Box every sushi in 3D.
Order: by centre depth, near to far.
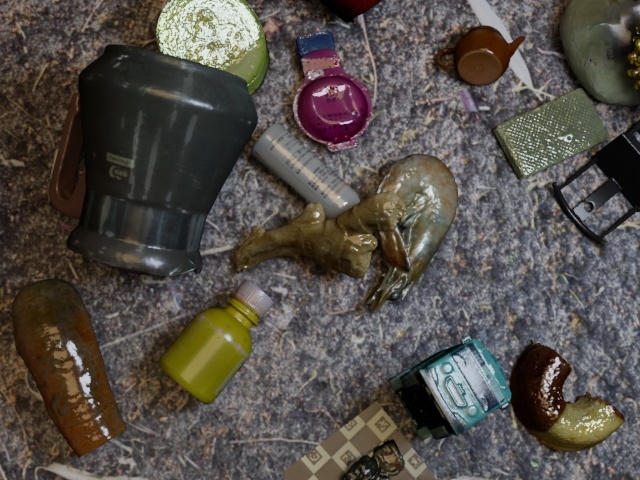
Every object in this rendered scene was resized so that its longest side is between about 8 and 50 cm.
[{"bbox_3d":[0.076,0.419,1.436,0.215,0.050,0.192,-37,83,-10],"label":"sushi"}]

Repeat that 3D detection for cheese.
[{"bbox_3d":[0.015,-0.286,1.575,0.155,0.062,0.244,-14,78,-7],"label":"cheese"}]

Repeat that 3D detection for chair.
[{"bbox_3d":[0.590,-0.132,1.544,0.260,0.141,0.155,-37,82,-13],"label":"chair"}]

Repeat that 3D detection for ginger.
[{"bbox_3d":[0.000,0.000,1.471,0.333,0.081,0.148,-6,112,20],"label":"ginger"}]

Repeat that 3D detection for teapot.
[{"bbox_3d":[-0.312,-0.133,1.410,0.375,0.305,0.362,16,94,30],"label":"teapot"},{"bbox_3d":[0.310,-0.368,1.596,0.173,0.116,0.116,-4,77,23],"label":"teapot"}]

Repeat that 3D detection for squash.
[{"bbox_3d":[-0.196,-0.363,1.549,0.220,0.133,0.220,1,81,-9],"label":"squash"}]

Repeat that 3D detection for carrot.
[{"bbox_3d":[-0.433,0.212,1.408,0.138,0.139,0.302,-28,83,-9],"label":"carrot"}]

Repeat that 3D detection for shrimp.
[{"bbox_3d":[0.148,-0.018,1.505,0.168,0.077,0.317,34,75,-18],"label":"shrimp"}]

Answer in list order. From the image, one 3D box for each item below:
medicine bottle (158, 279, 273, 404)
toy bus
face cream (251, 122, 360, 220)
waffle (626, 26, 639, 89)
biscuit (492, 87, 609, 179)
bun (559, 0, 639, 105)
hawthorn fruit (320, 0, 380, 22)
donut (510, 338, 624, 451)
[{"bbox_3d":[-0.173,0.170,1.436,0.121,0.122,0.212,39,78,5],"label":"medicine bottle"},{"bbox_3d":[0.215,0.248,1.378,0.147,0.256,0.128,-29,82,-12],"label":"toy bus"},{"bbox_3d":[-0.008,-0.103,1.525,0.269,0.082,0.082,43,79,6],"label":"face cream"},{"bbox_3d":[0.646,-0.327,1.470,0.192,0.070,0.197,-14,95,-9],"label":"waffle"},{"bbox_3d":[0.450,-0.208,1.598,0.199,0.040,0.121,-25,83,-9],"label":"biscuit"},{"bbox_3d":[0.607,-0.398,1.586,0.272,0.168,0.273,-1,79,4],"label":"bun"},{"bbox_3d":[0.064,-0.548,1.552,0.189,0.189,0.251,27,116,2],"label":"hawthorn fruit"},{"bbox_3d":[0.437,0.296,1.469,0.217,0.085,0.141,40,78,3],"label":"donut"}]
